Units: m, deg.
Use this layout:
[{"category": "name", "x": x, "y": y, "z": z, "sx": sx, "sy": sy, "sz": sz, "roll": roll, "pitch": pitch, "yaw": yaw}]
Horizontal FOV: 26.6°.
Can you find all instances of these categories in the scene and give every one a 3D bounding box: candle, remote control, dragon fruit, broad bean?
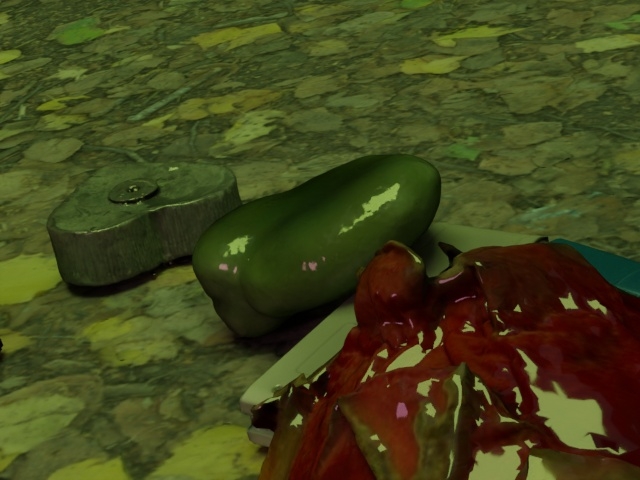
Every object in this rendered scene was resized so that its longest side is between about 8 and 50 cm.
[{"category": "candle", "x": -0.175, "y": -0.024, "z": 1.313, "sx": 0.192, "sy": 0.068, "sz": 0.168, "roll": -18, "pitch": 25, "yaw": -22}, {"category": "remote control", "x": 0.066, "y": 0.074, "z": 1.025, "sx": 0.103, "sy": 0.055, "sz": 0.277, "roll": 9, "pitch": 33, "yaw": 37}, {"category": "dragon fruit", "x": 0.098, "y": 0.172, "z": 0.529, "sx": 0.278, "sy": 0.277, "sz": 0.342, "roll": -5, "pitch": 65, "yaw": 13}, {"category": "broad bean", "x": 0.000, "y": 0.000, "z": 1.098, "sx": 0.228, "sy": 0.100, "sz": 0.169, "roll": -13, "pitch": 26, "yaw": 40}]

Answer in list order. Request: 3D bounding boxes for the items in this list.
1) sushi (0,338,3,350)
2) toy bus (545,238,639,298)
[{"category": "sushi", "x": -0.431, "y": 0.050, "z": 1.122, "sx": 0.297, "sy": 0.166, "sz": 0.179, "roll": -9, "pitch": 8, "yaw": -2}, {"category": "toy bus", "x": 0.207, "y": 0.069, "z": 0.915, "sx": 0.090, "sy": 0.106, "sz": 0.185, "roll": -26, "pitch": 29, "yaw": -33}]
